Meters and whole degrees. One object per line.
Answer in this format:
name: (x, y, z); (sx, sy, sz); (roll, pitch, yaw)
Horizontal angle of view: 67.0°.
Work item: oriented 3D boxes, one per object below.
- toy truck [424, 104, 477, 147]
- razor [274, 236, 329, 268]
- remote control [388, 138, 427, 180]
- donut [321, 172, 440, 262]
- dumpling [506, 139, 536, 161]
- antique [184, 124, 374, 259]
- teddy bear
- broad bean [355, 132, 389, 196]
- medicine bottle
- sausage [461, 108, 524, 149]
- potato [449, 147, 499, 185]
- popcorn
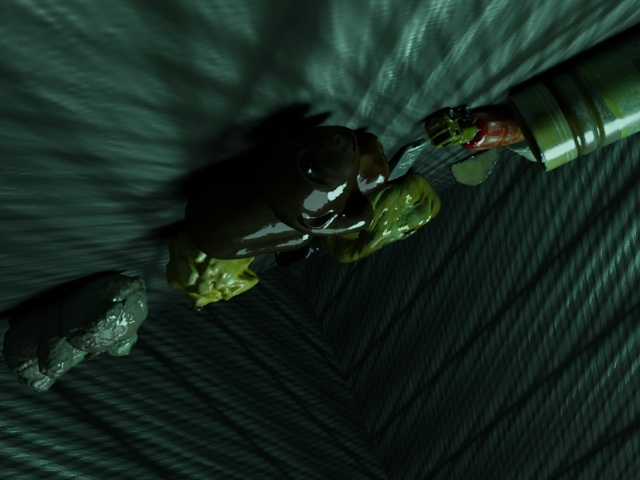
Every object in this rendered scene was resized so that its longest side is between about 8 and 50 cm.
toy truck: (0.207, -0.178, 0.768); (0.083, 0.054, 0.049); (-20, 175, -41)
razor: (0.000, -0.002, 1.674); (0.204, 0.113, 0.349); (-27, 174, 37)
remote control: (0.172, -0.167, 0.999); (0.050, 0.027, 0.184); (-24, 172, -9)
donut: (0.160, -0.066, 1.346); (0.361, 0.170, 0.360); (-29, 179, -1)
dumpling: (0.588, -0.288, 1.345); (0.229, 0.124, 0.151); (-16, -150, -30)
antique: (-0.053, -0.048, 0.547); (0.143, 0.121, 0.257); (-8, 174, -45)
teddy bear: (-0.439, 0.159, 0.888); (0.267, 0.151, 0.236); (-21, -162, 6)
broad bean: (0.011, -0.087, 0.673); (0.165, 0.084, 0.114); (-17, 161, 1)
medicine bottle: (0.503, -0.252, 0.804); (0.323, 0.151, 0.151); (-25, 177, 20)
sausage: (0.329, -0.214, 0.924); (0.074, 0.074, 0.274); (-26, 175, 42)
potato: (0.539, -0.251, 1.653); (0.172, 0.100, 0.089); (-28, -179, 19)
popcorn: (-0.176, 0.036, 0.785); (0.152, 0.148, 0.167); (-55, 155, 10)
